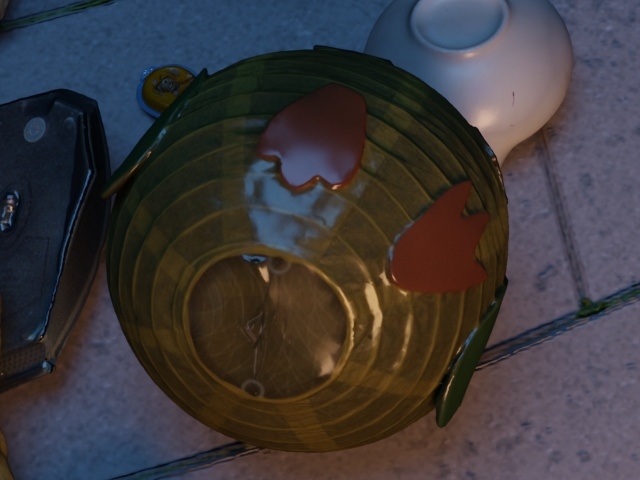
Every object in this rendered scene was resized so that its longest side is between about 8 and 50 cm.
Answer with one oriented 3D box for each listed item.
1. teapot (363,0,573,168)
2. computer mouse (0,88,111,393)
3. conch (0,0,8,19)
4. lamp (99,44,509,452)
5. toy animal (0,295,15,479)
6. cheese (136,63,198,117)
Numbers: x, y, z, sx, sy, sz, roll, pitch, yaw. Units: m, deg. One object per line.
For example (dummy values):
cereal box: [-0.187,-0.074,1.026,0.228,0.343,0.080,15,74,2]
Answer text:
teapot: [0.102,-0.133,1.293,0.145,0.092,0.226,3,56,11]
computer mouse: [-0.198,0.004,1.267,0.126,0.071,0.231,2,69,26]
conch: [-0.383,-0.216,1.391,0.291,0.159,0.210,23,46,-21]
lamp: [0.000,0.000,1.152,0.250,0.250,0.284,3,19,11]
toy animal: [-0.236,0.104,1.174,0.101,0.103,0.218,-6,74,-2]
cheese: [-0.089,-0.093,1.340,0.111,0.017,0.047,36,73,27]
